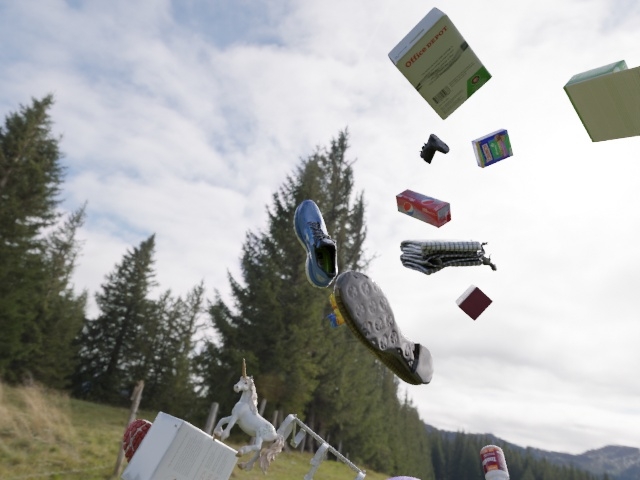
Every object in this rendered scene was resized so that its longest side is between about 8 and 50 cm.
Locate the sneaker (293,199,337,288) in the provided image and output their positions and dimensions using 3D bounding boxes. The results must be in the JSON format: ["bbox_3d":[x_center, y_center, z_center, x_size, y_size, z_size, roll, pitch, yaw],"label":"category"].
[{"bbox_3d":[0.000,0.000,1.546,0.129,0.331,0.147,-9,-14,-29],"label":"sneaker"}]

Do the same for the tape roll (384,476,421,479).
[{"bbox_3d":[0.240,0.797,1.145,0.274,0.275,0.090,4,3,19],"label":"tape roll"}]

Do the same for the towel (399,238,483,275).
[{"bbox_3d":[0.452,0.056,1.615,0.234,0.122,0.283,-2,2,-8],"label":"towel"}]

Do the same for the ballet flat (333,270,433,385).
[{"bbox_3d":[0.084,0.132,0.598,0.058,0.084,0.250,-9,-44,40],"label":"ballet flat"}]

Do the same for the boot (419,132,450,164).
[{"bbox_3d":[0.423,-0.329,1.582,0.045,0.121,0.099,-8,-41,-29],"label":"boot"}]

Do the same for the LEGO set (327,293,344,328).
[{"bbox_3d":[0.067,0.214,1.333,0.086,0.093,0.227,-15,-15,-13],"label":"LEGO set"}]

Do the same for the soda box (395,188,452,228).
[{"bbox_3d":[0.453,-0.145,1.880,0.263,0.083,0.092,32,-36,51],"label":"soda box"}]

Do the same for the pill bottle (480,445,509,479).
[{"bbox_3d":[0.665,0.871,1.612,0.085,0.152,0.086,3,-61,6],"label":"pill bottle"}]

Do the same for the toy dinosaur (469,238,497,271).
[{"bbox_3d":[0.712,0.055,1.938,0.267,0.118,0.064,20,-30,-12],"label":"toy dinosaur"}]

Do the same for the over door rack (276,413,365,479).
[{"bbox_3d":[-0.003,0.600,1.133,0.239,0.108,0.324,32,-25,21],"label":"over door rack"}]

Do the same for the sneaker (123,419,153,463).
[{"bbox_3d":[-0.354,0.498,0.956,0.225,0.088,0.093,46,-20,3],"label":"sneaker"}]

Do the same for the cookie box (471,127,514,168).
[{"bbox_3d":[0.545,-0.292,1.345,0.107,0.040,0.092,-23,-71,4],"label":"cookie box"}]

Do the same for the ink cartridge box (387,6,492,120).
[{"bbox_3d":[0.287,-0.423,1.025,0.153,0.087,0.208,-40,-55,22],"label":"ink cartridge box"}]

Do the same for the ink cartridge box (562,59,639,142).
[{"bbox_3d":[0.674,-0.305,0.916,0.171,0.056,0.235,50,-14,-18],"label":"ink cartridge box"}]

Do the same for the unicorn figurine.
[{"bbox_3d":[-0.127,0.308,0.726,0.162,0.111,0.060,47,-41,8],"label":"unicorn figurine"}]

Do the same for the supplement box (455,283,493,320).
[{"bbox_3d":[0.583,0.233,1.618,0.081,0.104,0.188,43,8,12],"label":"supplement box"}]

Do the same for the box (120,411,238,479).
[{"bbox_3d":[-0.266,0.437,0.825,0.090,0.130,0.171,-4,-44,41],"label":"box"}]
